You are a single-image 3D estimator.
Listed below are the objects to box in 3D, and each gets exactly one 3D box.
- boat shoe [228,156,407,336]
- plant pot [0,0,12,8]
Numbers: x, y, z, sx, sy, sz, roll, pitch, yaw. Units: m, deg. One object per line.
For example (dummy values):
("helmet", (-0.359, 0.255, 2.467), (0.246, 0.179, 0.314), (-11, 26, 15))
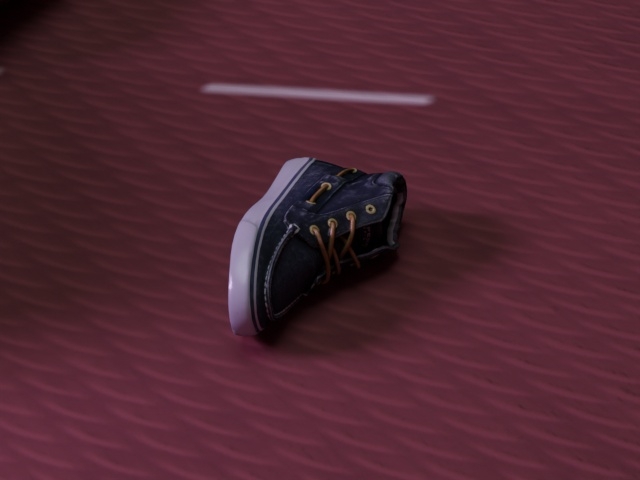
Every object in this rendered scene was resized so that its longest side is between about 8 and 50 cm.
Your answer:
("boat shoe", (0.000, 0.000, 1.255), (0.083, 0.065, 0.183), (3, 32, 15))
("plant pot", (-0.306, -0.245, 1.614), (0.167, 0.167, 0.165), (14, 29, 28))
